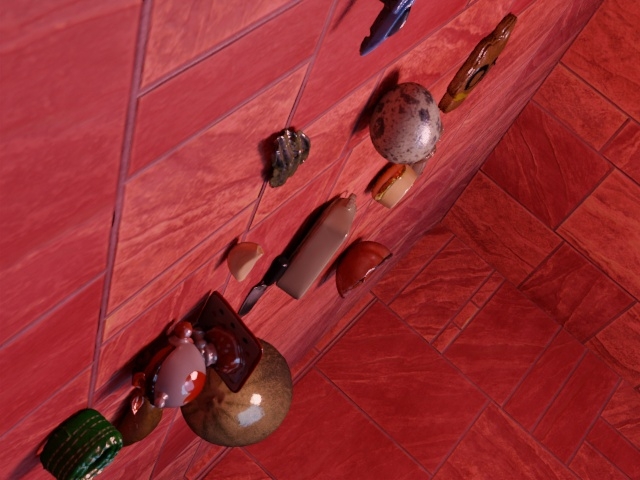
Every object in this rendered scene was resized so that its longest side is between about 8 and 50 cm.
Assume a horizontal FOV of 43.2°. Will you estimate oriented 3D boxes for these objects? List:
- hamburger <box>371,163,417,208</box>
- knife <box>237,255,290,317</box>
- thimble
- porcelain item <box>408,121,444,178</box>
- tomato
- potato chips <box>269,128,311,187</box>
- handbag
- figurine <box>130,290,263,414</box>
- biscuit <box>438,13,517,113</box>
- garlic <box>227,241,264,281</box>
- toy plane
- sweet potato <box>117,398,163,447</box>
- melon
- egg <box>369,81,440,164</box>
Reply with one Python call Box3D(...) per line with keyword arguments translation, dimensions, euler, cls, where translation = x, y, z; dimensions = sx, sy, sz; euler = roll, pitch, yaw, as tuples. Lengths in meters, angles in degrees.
Box3D(translation=(0.183, -0.144, 2.050), dimensions=(0.126, 0.081, 0.141), euler=(-51, -178, 27), cls="hamburger")
Box3D(translation=(-0.142, 0.116, 1.823), dimensions=(0.060, 0.028, 0.230), euler=(-18, 154, -47), cls="knife")
Box3D(translation=(-0.410, 0.357, 1.381), dimensions=(0.130, 0.090, 0.118), euler=(-46, 167, -20), cls="thimble")
Box3D(translation=(0.279, -0.244, 2.155), dimensions=(0.084, 0.054, 0.213), euler=(-44, 168, -33), cls="porcelain item")
Box3D(translation=(0.112, 0.079, 2.509), dimensions=(0.199, 0.112, 0.228), euler=(-44, 173, 21), cls="tomato")
Box3D(translation=(-0.049, -0.131, 1.249), dimensions=(0.092, 0.028, 0.207), euler=(-48, 172, -11), cls="potato chips")
Box3D(translation=(0.000, 0.000, 1.854), dimensions=(0.256, 0.079, 0.219), euler=(-54, -176, 29), cls="handbag")
Box3D(translation=(-0.255, 0.236, 1.479), dimensions=(0.226, 0.160, 0.183), euler=(-27, 158, -40), cls="figurine")
Box3D(translation=(0.392, -0.426, 1.981), dimensions=(0.208, 0.041, 0.290), euler=(-36, 165, -54), cls="biscuit")
Box3D(translation=(-0.135, 0.031, 1.413), dimensions=(0.083, 0.053, 0.041), euler=(-45, 176, 35), cls="garlic")
Box3D(translation=(0.118, -0.342, 1.026), dimensions=(0.246, 0.078, 0.169), euler=(-46, 172, 24), cls="toy plane")
Box3D(translation=(-0.374, 0.377, 1.658), dimensions=(0.077, 0.077, 0.244), euler=(-37, 164, -48), cls="sweet potato")
Box3D(translation=(-0.189, 0.334, 1.795), dimensions=(0.248, 0.248, 0.329), euler=(-50, 166, 7), cls="melon")
Box3D(translation=(0.158, -0.219, 1.501), dimensions=(0.132, 0.132, 0.172), euler=(-43, 157, -29), cls="egg")
